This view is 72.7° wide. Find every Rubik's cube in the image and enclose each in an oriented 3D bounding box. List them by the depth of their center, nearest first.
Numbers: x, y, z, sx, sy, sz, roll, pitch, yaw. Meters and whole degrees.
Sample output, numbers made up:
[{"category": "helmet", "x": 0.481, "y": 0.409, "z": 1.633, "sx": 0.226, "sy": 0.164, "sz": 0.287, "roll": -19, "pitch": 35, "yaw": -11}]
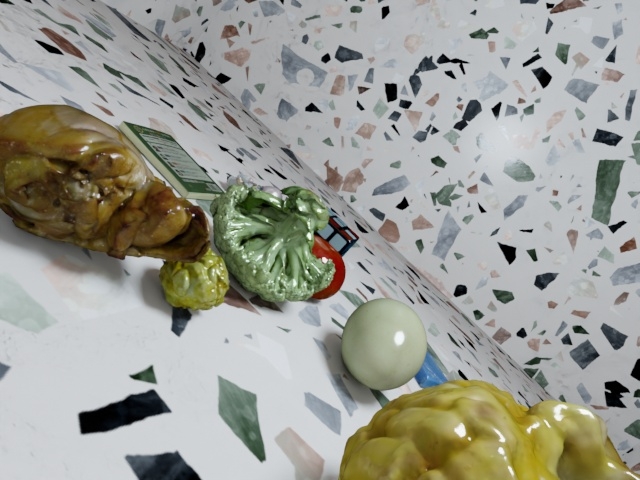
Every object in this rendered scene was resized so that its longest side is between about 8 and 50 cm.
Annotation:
[{"category": "Rubik's cube", "x": 0.000, "y": 0.000, "z": 1.334, "sx": 0.163, "sy": 0.160, "sz": 0.162, "roll": 45, "pitch": 14, "yaw": 9}]

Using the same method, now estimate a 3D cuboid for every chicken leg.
[{"category": "chicken leg", "x": -0.285, "y": -0.052, "z": 0.683, "sx": 0.296, "sy": 0.181, "sz": 0.409, "roll": 26, "pitch": -5, "yaw": 5}]

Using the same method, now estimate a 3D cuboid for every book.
[{"category": "book", "x": -0.384, "y": -0.205, "z": 1.163, "sx": 0.264, "sy": 0.027, "sz": 0.202, "roll": 46, "pitch": 15, "yaw": 9}]

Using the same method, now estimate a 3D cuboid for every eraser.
[{"category": "eraser", "x": 0.282, "y": 0.334, "z": 1.358, "sx": 0.144, "sy": 0.042, "sz": 0.311, "roll": 32, "pitch": 17, "yaw": -38}]

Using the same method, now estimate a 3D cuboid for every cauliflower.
[{"category": "cauliflower", "x": -0.092, "y": -0.015, "z": 0.929, "sx": 0.275, "sy": 0.250, "sz": 0.272, "roll": 23, "pitch": 26, "yaw": -56}]

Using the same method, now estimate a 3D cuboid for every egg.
[{"category": "egg", "x": 0.139, "y": 0.229, "z": 0.964, "sx": 0.188, "sy": 0.188, "sz": 0.254, "roll": 44, "pitch": 17, "yaw": 3}]

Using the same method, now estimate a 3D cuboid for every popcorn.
[{"category": "popcorn", "x": 0.178, "y": 0.339, "z": 0.498, "sx": 0.391, "sy": 0.343, "sz": 0.354, "roll": 9, "pitch": -13, "yaw": -28}, {"category": "popcorn", "x": -0.202, "y": 0.066, "z": 0.705, "sx": 0.116, "sy": 0.121, "sz": 0.106, "roll": -58, "pitch": 141, "yaw": -40}]

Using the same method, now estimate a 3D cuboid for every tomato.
[{"category": "tomato", "x": -0.019, "y": 0.064, "z": 1.134, "sx": 0.195, "sy": 0.136, "sz": 0.195, "roll": 40, "pitch": 13, "yaw": -11}]

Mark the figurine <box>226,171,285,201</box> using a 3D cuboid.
[{"category": "figurine", "x": -0.189, "y": -0.129, "z": 1.323, "sx": 0.229, "sy": 0.111, "sz": 0.137, "roll": 33, "pitch": 3, "yaw": 15}]

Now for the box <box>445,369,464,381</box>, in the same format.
[{"category": "box", "x": 0.446, "y": 0.485, "z": 1.344, "sx": 0.130, "sy": 0.051, "sz": 0.129, "roll": 44, "pitch": 14, "yaw": 3}]
